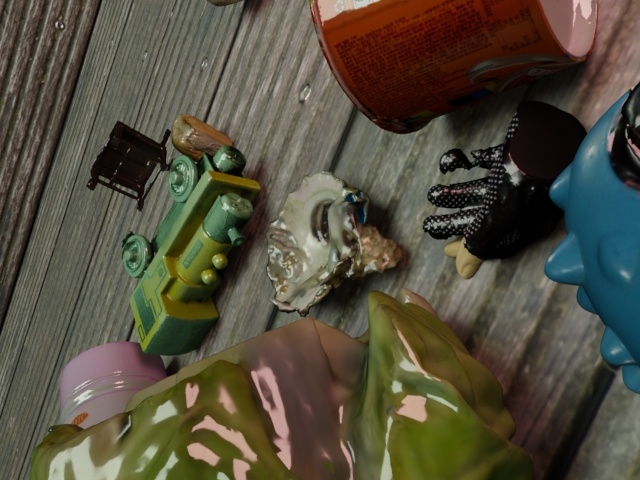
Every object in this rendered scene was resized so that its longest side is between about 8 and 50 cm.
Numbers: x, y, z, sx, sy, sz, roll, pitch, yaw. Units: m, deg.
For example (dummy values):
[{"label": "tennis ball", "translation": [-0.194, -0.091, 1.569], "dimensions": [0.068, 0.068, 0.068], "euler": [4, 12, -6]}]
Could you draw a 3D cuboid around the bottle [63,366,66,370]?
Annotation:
[{"label": "bottle", "translation": [-0.655, 0.366, 1.488], "dimensions": [0.140, 0.053, 0.053], "euler": [-1, 77, 51]}]

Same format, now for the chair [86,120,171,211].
[{"label": "chair", "translation": [-0.351, -0.160, 1.031], "dimensions": [0.106, 0.113, 0.229], "euler": [-53, 29, 15]}]

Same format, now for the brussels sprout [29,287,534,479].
[{"label": "brussels sprout", "translation": [-0.020, 0.265, 0.479], "dimensions": [0.342, 0.425, 0.361], "euler": [80, 167, -78]}]

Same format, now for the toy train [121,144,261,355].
[{"label": "toy train", "translation": [-0.228, 0.009, 0.997], "dimensions": [0.369, 0.150, 0.237], "euler": [-53, 51, 27]}]

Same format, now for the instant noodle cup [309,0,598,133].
[{"label": "instant noodle cup", "translation": [0.139, -0.243, 0.536], "dimensions": [0.192, 0.250, 0.250], "euler": [-5, 74, 43]}]

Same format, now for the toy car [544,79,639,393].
[{"label": "toy car", "translation": [0.251, 0.019, 0.338], "dimensions": [0.190, 0.188, 0.255], "euler": [-52, 46, 42]}]

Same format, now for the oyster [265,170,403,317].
[{"label": "oyster", "translation": [0.000, 0.000, 0.751], "dimensions": [0.214, 0.083, 0.223], "euler": [-40, 44, 33]}]

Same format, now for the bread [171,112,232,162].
[{"label": "bread", "translation": [-0.247, -0.198, 1.116], "dimensions": [0.082, 0.106, 0.125], "euler": [-63, 36, 15]}]

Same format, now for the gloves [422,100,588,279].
[{"label": "gloves", "translation": [0.177, -0.035, 0.541], "dimensions": [0.180, 0.106, 0.129], "euler": [109, 156, -57]}]

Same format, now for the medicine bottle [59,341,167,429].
[{"label": "medicine bottle", "translation": [-0.357, 0.365, 0.985], "dimensions": [0.202, 0.202, 0.316], "euler": [-54, 41, 25]}]

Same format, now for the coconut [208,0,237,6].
[{"label": "coconut", "translation": [-0.194, -0.575, 1.102], "dimensions": [0.171, 0.183, 0.171], "euler": [-18, 28, 10]}]
